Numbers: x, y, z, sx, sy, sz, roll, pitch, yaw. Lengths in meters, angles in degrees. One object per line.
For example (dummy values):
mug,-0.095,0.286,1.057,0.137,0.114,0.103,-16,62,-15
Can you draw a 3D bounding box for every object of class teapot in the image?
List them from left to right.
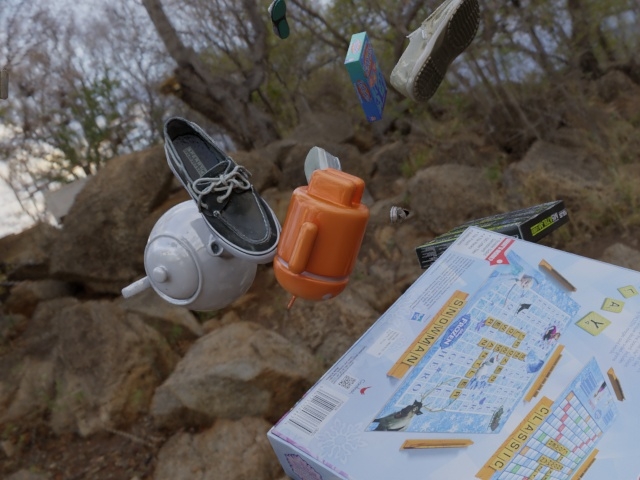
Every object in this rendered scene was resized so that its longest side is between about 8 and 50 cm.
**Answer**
teapot,-0.270,0.044,1.488,0.187,0.253,0.256,-30,-40,-51

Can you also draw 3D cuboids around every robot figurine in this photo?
robot figurine,0.001,0.000,1.140,0.128,0.219,0.158,12,16,-20

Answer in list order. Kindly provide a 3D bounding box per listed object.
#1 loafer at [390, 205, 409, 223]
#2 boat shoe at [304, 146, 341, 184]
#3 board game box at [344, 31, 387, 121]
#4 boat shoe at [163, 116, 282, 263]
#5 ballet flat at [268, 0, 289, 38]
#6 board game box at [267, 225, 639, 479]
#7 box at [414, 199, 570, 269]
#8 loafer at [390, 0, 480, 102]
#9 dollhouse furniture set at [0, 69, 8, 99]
loafer,0.211,-0.070,1.944,0.039,0.045,0.125,-2,7,13
boat shoe,0.024,-0.101,1.524,0.081,0.227,0.079,15,-43,-28
board game box,0.138,-0.481,2.162,0.047,0.210,0.160,-9,43,23
boat shoe,-0.171,-0.094,1.266,0.113,0.306,0.105,-30,-20,-12
ballet flat,-0.091,-0.468,1.527,0.041,0.041,0.114,-28,-26,-8
board game box,0.176,0.135,0.613,0.318,0.065,0.319,20,50,41
box,0.280,-0.010,1.189,0.191,0.045,0.184,-14,7,40
loafer,0.219,-0.386,1.424,0.092,0.102,0.268,20,66,38
dollhouse furniture set,-0.585,-0.403,1.132,0.174,0.355,0.303,-1,9,-35
